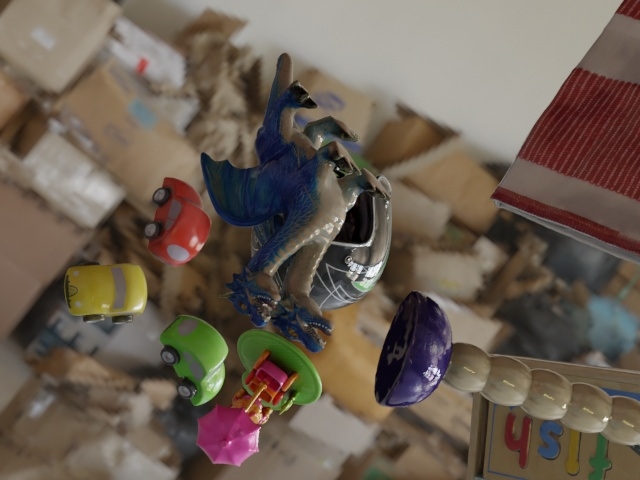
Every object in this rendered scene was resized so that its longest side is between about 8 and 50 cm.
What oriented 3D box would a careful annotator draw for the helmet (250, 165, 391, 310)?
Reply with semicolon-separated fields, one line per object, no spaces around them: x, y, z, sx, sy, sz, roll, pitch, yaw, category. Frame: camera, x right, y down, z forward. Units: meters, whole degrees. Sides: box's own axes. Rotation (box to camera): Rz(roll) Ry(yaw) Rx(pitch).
0.000;0.000;1.697;0.169;0.161;0.169;16;-22;7;helmet

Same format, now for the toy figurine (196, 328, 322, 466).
-0.101;0.222;1.954;0.130;0.159;0.173;38;-34;3;toy figurine

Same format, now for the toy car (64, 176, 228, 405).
-0.150;0.072;1.614;0.239;0.053;0.225;-49;120;-48;toy car

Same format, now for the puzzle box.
0.299;0.260;1.432;0.052;0.272;0.409;5;-1;-42;puzzle box

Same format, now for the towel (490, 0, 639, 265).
0.260;-0.139;1.017;0.037;0.329;0.237;36;-3;-25;towel

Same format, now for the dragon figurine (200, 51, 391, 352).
-0.039;-0.045;1.218;0.085;0.144;0.289;38;19;-47;dragon figurine

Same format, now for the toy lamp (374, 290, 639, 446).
0.172;0.103;0.895;0.275;0.080;0.080;18;6;-10;toy lamp
